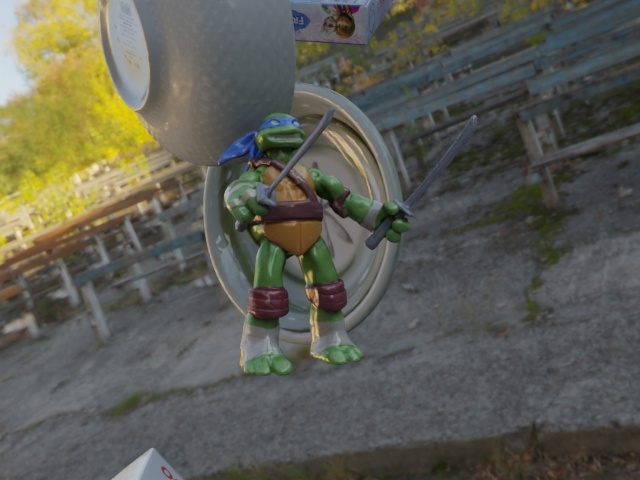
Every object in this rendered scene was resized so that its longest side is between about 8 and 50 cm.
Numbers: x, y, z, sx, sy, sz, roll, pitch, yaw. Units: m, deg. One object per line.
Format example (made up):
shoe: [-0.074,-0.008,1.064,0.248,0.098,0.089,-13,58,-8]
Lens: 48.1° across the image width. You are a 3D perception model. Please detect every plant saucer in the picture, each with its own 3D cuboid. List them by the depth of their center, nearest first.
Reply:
plant saucer: [-0.020,-0.041,1.130,0.400,0.400,0.100,-15,-6,39]

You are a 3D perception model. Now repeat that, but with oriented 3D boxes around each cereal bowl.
cereal bowl: [-0.177,-0.248,0.880,0.141,0.339,0.339,-18,5,-30]

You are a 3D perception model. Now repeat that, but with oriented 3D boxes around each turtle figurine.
turtle figurine: [0.000,0.000,0.722,0.275,0.266,0.198,2,5,25]

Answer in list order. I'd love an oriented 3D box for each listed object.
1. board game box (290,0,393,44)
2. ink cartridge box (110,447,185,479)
board game box: [-0.039,-0.426,1.219,0.319,0.066,0.318,8,37,15]
ink cartridge box: [-0.126,0.279,0.551,0.092,0.158,0.218,-41,7,-1]
